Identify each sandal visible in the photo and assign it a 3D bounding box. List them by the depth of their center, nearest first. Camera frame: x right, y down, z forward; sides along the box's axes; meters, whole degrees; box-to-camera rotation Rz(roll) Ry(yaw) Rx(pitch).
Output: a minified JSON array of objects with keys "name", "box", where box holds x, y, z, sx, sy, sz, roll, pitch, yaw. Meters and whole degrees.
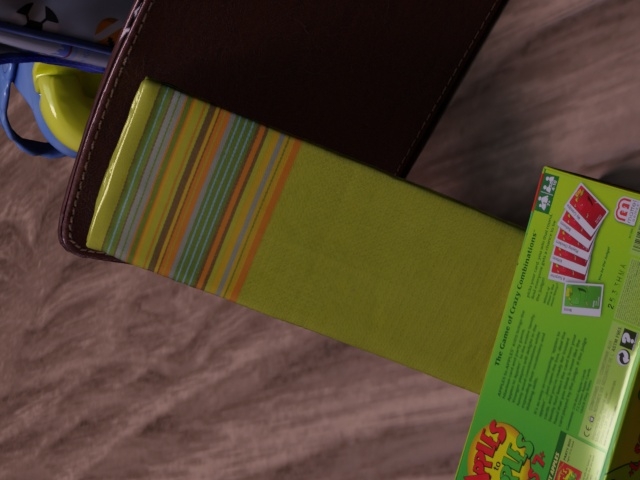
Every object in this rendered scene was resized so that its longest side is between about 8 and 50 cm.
[{"name":"sandal","box":[-0.230,-0.198,1.079,0.138,0.126,0.317,-32,57,48]}]

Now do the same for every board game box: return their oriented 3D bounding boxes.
[{"name":"board game box","box":[0.132,0.063,0.627,0.092,0.043,0.181,24,101,52]}]

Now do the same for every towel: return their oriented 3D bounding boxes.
[{"name":"towel","box":[0.000,0.000,0.676,0.021,0.237,0.102,-86,19,-67]}]

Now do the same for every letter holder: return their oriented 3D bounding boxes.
[{"name":"letter holder","box":[-0.040,-0.139,0.745,0.302,0.214,0.152,-61,42,24]}]

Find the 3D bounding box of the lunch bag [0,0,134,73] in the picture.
[{"name":"lunch bag","box":[-0.151,-0.225,0.833,0.115,0.303,0.243,22,101,48]}]
